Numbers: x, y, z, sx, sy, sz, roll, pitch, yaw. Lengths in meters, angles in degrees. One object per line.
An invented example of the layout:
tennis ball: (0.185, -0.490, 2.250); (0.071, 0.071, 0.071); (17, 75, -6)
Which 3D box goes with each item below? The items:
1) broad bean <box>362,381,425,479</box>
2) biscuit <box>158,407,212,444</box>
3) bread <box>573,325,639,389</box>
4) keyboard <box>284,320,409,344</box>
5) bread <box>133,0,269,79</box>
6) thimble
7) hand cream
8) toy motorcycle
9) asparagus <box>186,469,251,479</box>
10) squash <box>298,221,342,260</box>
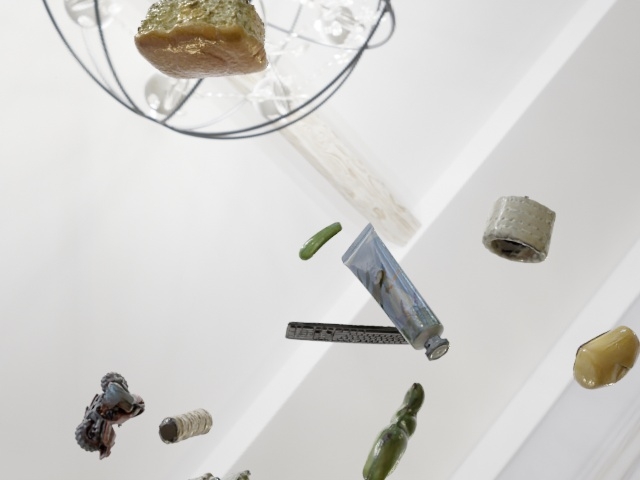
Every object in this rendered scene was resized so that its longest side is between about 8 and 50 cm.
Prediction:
broad bean: (0.118, 0.316, 0.963); (0.213, 0.048, 0.070); (-51, -34, -42)
biscuit: (-0.279, 0.388, 1.258); (0.055, 0.219, 0.061); (-12, -101, 7)
bread: (0.434, 0.180, 0.902); (0.115, 0.056, 0.082); (-16, -60, -22)
keyboard: (0.061, 0.172, 1.105); (0.250, 0.087, 0.017); (3, -119, -6)
bread: (-0.223, -0.382, 1.151); (0.245, 0.174, 0.121); (-2, -109, 14)
thimble: (0.349, -0.017, 1.067); (0.090, 0.115, 0.102); (-67, -29, -23)
hand cream: (0.120, 0.085, 1.001); (0.058, 0.271, 0.091); (14, -59, -43)
toy motorcycle: (-0.437, 0.371, 1.276); (0.084, 0.212, 0.118); (-37, -69, 19)
asparagus: (-0.191, 0.333, 0.484); (0.382, 0.108, 0.128); (-37, -58, -12)
squash: (-0.001, -0.001, 0.978); (0.089, 0.027, 0.027); (-42, -64, -13)
